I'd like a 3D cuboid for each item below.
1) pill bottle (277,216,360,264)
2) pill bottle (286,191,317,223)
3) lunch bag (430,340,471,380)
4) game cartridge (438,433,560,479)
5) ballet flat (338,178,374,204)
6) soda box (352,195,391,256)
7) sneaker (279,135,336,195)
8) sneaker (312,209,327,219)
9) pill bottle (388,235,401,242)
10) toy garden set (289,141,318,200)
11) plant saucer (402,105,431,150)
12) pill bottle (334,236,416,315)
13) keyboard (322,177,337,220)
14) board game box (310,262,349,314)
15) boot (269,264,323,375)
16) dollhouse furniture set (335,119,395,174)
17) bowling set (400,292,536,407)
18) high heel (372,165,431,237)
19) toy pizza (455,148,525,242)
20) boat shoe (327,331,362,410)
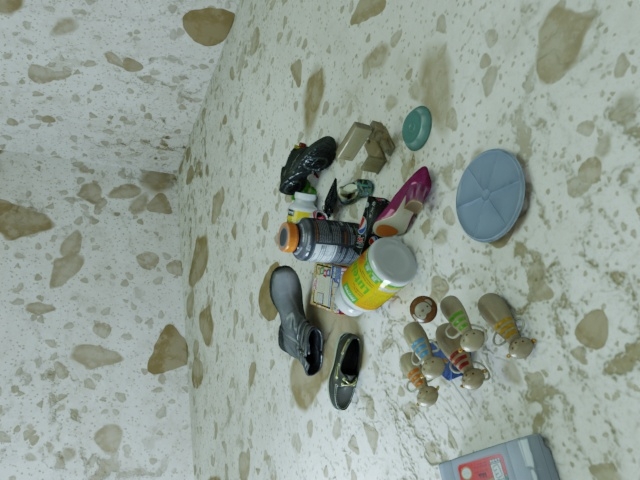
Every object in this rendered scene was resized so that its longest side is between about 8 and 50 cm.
[{"bbox_3d":[0.000,0.000,1.686,0.130,0.245,0.130,-22,65,60],"label":"pill bottle"},{"bbox_3d":[-0.065,-0.074,1.991,0.103,0.103,0.184,21,104,63],"label":"pill bottle"},{"bbox_3d":[0.287,0.259,1.266,0.098,0.065,0.067,-144,49,-58],"label":"lunch bag"},{"bbox_3d":[0.348,0.508,1.111,0.294,0.060,0.196,-49,47,49],"label":"game cartridge"},{"bbox_3d":[0.090,-0.152,1.742,0.188,0.070,0.070,-21,66,61],"label":"ballet flat"},{"bbox_3d":[0.146,-0.037,1.609,0.053,0.060,0.169,47,126,57],"label":"soda box"},{"bbox_3d":[-0.057,-0.280,1.974,0.286,0.109,0.130,-37,49,35],"label":"sneaker"},{"bbox_3d":[0.013,-0.046,1.837,0.118,0.042,0.067,58,171,-2],"label":"sneaker"},{"bbox_3d":[0.184,0.018,1.540,0.083,0.043,0.043,-46,46,51],"label":"pill bottle"},{"bbox_3d":[-0.076,-0.232,2.105,0.244,0.049,0.204,56,134,52],"label":"toy garden set"},{"bbox_3d":[0.248,-0.296,1.502,0.119,0.021,0.119,-21,67,62],"label":"plant saucer"},{"bbox_3d":[0.135,0.108,1.518,0.246,0.136,0.136,-50,42,49],"label":"pill bottle"},{"bbox_3d":[0.021,-0.125,1.840,0.192,0.038,0.100,114,155,-72],"label":"keyboard"},{"bbox_3d":[0.033,0.147,1.816,0.193,0.045,0.147,10,94,64],"label":"board game box"},{"bbox_3d":[-0.064,0.260,1.899,0.223,0.118,0.338,24,127,60],"label":"boot"},{"bbox_3d":[0.117,-0.292,1.617,0.144,0.151,0.123,-56,38,40],"label":"dollhouse furniture set"},{"bbox_3d":[0.245,0.209,1.122,0.287,0.200,0.154,-43,44,18],"label":"bowling set"},{"bbox_3d":[0.211,-0.096,1.498,0.244,0.082,0.117,122,168,-60],"label":"high heel"},{"bbox_3d":[0.364,-0.095,1.218,0.201,0.032,0.201,-24,63,59],"label":"toy pizza"},{"bbox_3d":[0.073,0.382,1.650,0.068,0.081,0.228,173,104,-67],"label":"boat shoe"}]
